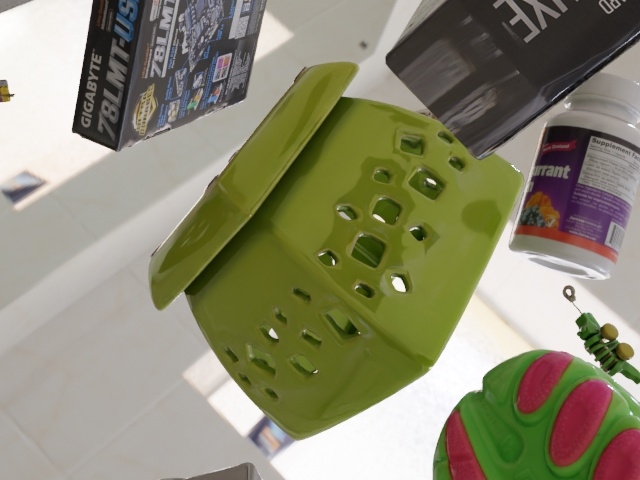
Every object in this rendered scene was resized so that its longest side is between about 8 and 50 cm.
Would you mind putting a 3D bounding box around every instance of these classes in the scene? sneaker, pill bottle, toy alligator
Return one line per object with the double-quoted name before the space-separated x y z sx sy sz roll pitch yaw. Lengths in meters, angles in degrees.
"sneaker" 0.242 0.258 0.494 0.185 0.202 0.483 -43 -131 21
"pill bottle" 0.267 -0.066 0.964 0.108 0.194 0.108 17 -6 2
"toy alligator" 0.428 0.153 1.492 0.190 0.051 0.056 54 -41 20

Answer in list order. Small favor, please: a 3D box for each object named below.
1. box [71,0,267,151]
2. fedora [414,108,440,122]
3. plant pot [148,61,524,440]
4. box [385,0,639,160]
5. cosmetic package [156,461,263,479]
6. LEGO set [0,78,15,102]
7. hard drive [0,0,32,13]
"box" -0.148 -0.273 1.073 0.073 0.293 0.296 24 -62 16
"fedora" 0.127 -0.133 1.501 0.194 0.194 0.079 -7 -59 52
"plant pot" 0.000 0.000 0.804 0.207 0.228 0.227 39 -38 -7
"box" 0.172 -0.200 0.528 0.076 0.307 0.242 44 -58 -11
"cosmetic package" -0.077 0.263 0.552 0.127 0.238 0.107 -14 -49 8
"LEGO set" -0.407 -0.030 0.790 0.192 0.255 0.331 -115 -139 -69
"hard drive" -0.422 -0.417 1.058 0.064 0.237 0.339 42 -26 63
